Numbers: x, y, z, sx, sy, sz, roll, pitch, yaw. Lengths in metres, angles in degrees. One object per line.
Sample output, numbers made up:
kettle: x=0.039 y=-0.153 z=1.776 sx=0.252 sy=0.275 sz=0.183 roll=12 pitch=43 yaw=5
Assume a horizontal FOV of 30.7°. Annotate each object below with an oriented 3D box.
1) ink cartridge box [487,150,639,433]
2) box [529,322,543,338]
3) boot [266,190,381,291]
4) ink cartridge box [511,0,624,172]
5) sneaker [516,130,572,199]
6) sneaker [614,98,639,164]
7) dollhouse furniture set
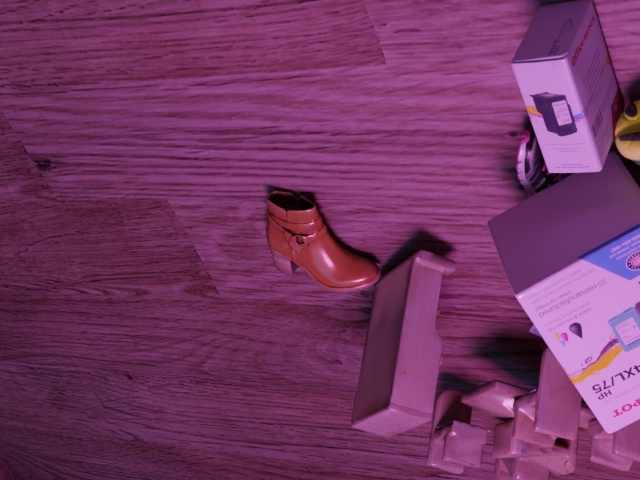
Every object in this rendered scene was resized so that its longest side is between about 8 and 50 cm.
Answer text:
ink cartridge box: x=0.384 y=0.070 z=1.543 sx=0.198 sy=0.197 sz=0.270 roll=-31 pitch=117 yaw=13
box: x=0.436 y=0.135 z=1.796 sx=0.186 sy=0.038 sz=0.145 roll=26 pitch=142 yaw=1
boot: x=0.000 y=0.000 z=1.876 sx=0.197 sy=0.073 sz=0.152 roll=10 pitch=134 yaw=17
ink cartridge box: x=0.308 y=-0.190 z=1.439 sx=0.072 sy=0.127 sz=0.175 roll=0 pitch=133 yaw=34
sneaker: x=0.319 y=-0.087 z=1.603 sx=0.075 sy=0.063 sz=0.170 roll=-3 pitch=134 yaw=27
sneaker: x=0.514 y=-0.141 z=1.416 sx=0.295 sy=0.109 sz=0.123 roll=-4 pitch=157 yaw=29
dollhouse furniture set: x=0.275 y=0.212 z=1.851 sx=0.394 sy=0.256 sz=0.362 roll=18 pitch=156 yaw=-15
